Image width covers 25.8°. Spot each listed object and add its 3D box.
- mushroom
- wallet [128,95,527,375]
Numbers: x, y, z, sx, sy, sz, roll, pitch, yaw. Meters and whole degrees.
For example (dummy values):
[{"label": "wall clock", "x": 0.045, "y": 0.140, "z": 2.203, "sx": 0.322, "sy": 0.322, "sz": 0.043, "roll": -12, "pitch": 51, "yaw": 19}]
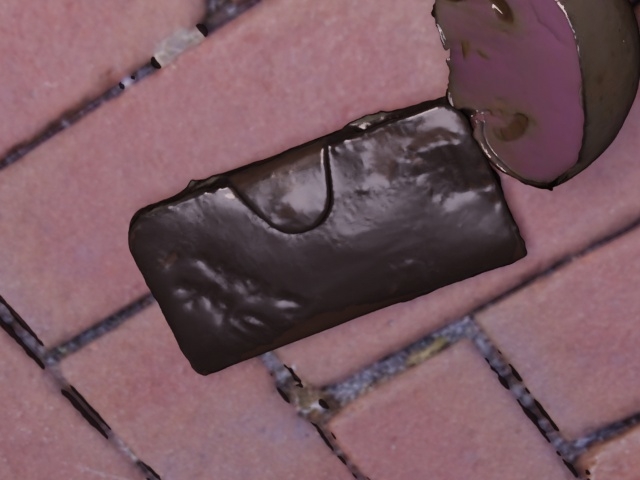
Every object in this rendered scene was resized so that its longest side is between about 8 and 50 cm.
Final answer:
[{"label": "mushroom", "x": 0.169, "y": -0.136, "z": 1.011, "sx": 0.117, "sy": 0.141, "sz": 0.188, "roll": -20, "pitch": 118, "yaw": -23}, {"label": "wallet", "x": 0.000, "y": 0.000, "z": 1.141, "sx": 0.309, "sy": 0.042, "sz": 0.165, "roll": -19, "pitch": 116, "yaw": 16}]
